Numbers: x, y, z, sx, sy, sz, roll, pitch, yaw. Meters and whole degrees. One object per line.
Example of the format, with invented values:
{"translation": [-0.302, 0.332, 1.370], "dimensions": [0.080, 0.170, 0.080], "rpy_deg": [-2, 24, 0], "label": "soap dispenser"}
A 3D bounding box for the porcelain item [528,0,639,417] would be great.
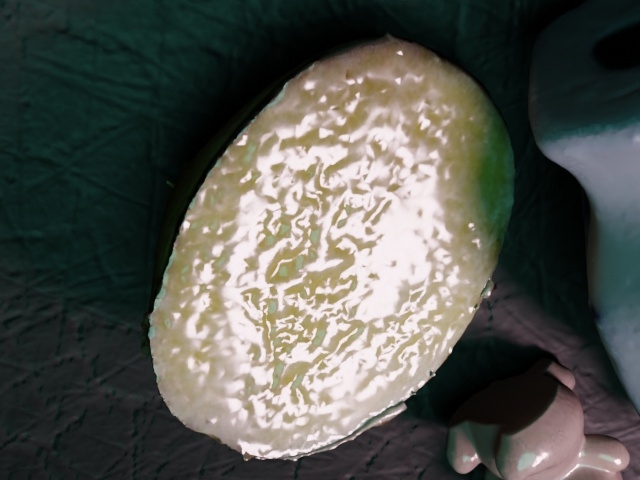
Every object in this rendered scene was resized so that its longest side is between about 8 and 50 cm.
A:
{"translation": [0.286, 0.028, 0.929], "dimensions": [0.178, 0.243, 0.405], "rpy_deg": [-20, 120, 22], "label": "porcelain item"}

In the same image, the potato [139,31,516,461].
{"translation": [0.000, 0.000, 0.942], "dimensions": [0.239, 0.116, 0.299], "rpy_deg": [26, 97, -25], "label": "potato"}

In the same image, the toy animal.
{"translation": [0.192, 0.201, 1.061], "dimensions": [0.124, 0.124, 0.212], "rpy_deg": [-32, 112, 7], "label": "toy animal"}
